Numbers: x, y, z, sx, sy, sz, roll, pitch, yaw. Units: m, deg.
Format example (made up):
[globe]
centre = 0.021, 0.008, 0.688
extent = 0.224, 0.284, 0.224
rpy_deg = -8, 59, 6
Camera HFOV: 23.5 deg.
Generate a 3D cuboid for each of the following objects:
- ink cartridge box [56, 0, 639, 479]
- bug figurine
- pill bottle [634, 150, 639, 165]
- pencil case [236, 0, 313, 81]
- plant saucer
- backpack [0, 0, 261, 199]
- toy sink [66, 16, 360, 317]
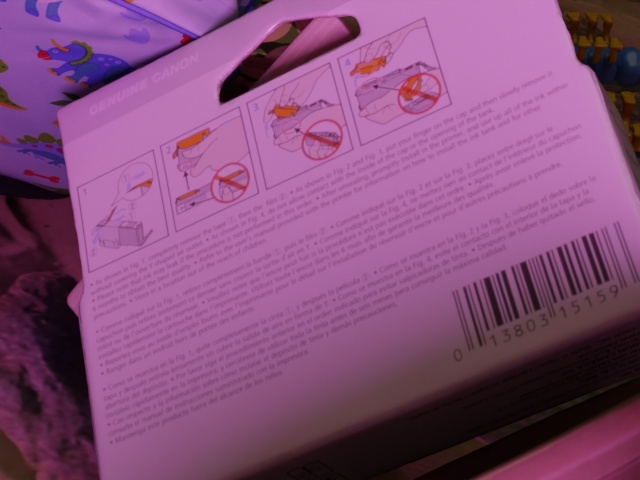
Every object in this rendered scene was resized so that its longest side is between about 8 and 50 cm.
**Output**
[ink cartridge box]
centre = 0.010, -0.011, 0.727
extent = 0.275, 0.060, 0.239
rpy_deg = -24, 56, 17
[bug figurine]
centre = 0.199, -0.119, 1.318
extent = 0.216, 0.072, 0.279
rpy_deg = 5, 29, 4
[pill bottle]
centre = 0.171, -0.002, 0.993
extent = 0.219, 0.123, 0.123
rpy_deg = 11, 25, 0
[pencil case]
centre = -0.045, -0.160, 1.300
extent = 0.209, 0.095, 0.098
rpy_deg = 6, 41, -3
[plant saucer]
centre = 0.023, 0.119, 0.573
extent = 0.278, 0.278, 0.041
rpy_deg = -18, 78, -45
[backpack]
centre = -0.165, -0.166, 0.912
extent = 0.290, 0.355, 0.273
rpy_deg = 28, 42, -27
[toy sink]
centre = 0.000, 0.000, 0.859
extent = 0.131, 0.234, 0.153
rpy_deg = 50, 22, 13
